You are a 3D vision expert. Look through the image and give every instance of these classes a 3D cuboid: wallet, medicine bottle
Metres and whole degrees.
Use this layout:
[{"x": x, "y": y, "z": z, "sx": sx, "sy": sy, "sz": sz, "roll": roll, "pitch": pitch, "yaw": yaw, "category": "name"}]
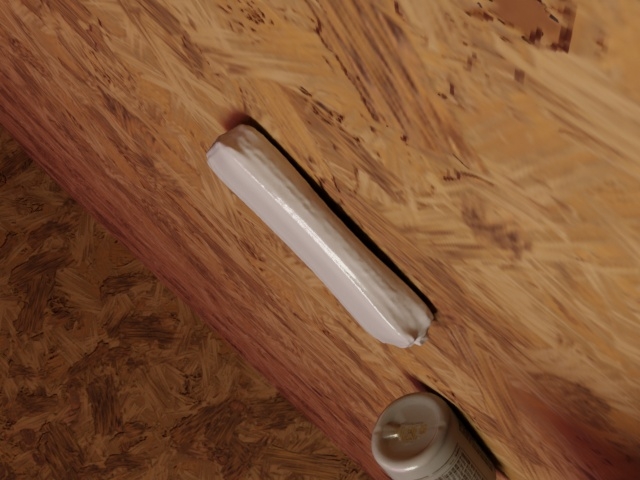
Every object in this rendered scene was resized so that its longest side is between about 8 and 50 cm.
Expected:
[{"x": 0.000, "y": 0.000, "z": 0.681, "sx": 0.190, "sy": 0.033, "sz": 0.095, "roll": 46, "pitch": 171, "yaw": -6, "category": "wallet"}, {"x": 0.109, "y": 0.203, "z": 0.921, "sx": 0.079, "sy": 0.079, "sz": 0.140, "roll": 31, "pitch": 164, "yaw": 51, "category": "medicine bottle"}]
